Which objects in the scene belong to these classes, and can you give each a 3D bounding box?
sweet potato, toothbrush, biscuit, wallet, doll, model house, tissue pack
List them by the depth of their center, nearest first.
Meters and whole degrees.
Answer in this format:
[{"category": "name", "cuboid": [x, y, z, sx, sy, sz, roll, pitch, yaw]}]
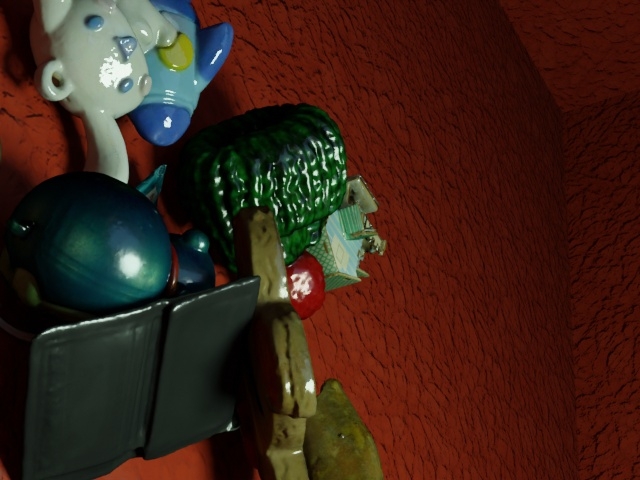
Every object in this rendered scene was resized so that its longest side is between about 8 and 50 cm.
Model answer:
[{"category": "wallet", "cuboid": [-0.214, 0.176, 1.398, 0.323, 0.041, 0.247, -12, 127, -40]}, {"category": "doll", "cuboid": [-0.255, 0.022, 1.428, 0.198, 0.186, 0.322, 39, 10, 35]}, {"category": "toothbrush", "cuboid": [-0.330, 0.138, 1.436, 0.263, 0.022, 0.026, 47, 49, -42]}, {"category": "doll", "cuboid": [-0.257, -0.266, 1.620, 0.365, 0.187, 0.376, -34, 134, -53]}, {"category": "biscuit", "cuboid": [-0.076, 0.192, 1.623, 0.394, 0.076, 0.368, 95, -16, -51]}, {"category": "tissue pack", "cuboid": [-0.258, -0.049, 1.643, 0.138, 0.028, 0.085, -59, 169, -61]}, {"category": "sweet potato", "cuboid": [0.035, 0.382, 1.801, 0.158, 0.158, 0.370, 39, 23, -49]}, {"category": "model house", "cuboid": [0.000, 0.000, 1.991, 0.271, 0.178, 0.206, 60, 31, -32]}]

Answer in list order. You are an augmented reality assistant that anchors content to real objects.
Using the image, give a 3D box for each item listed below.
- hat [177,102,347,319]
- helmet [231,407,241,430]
[{"category": "hat", "cuboid": [-0.077, -0.033, 1.829, 0.274, 0.242, 0.332, -22, 113, -28]}, {"category": "helmet", "cuboid": [-0.182, 0.185, 1.602, 0.177, 0.107, 0.153, -99, 166, -45]}]
